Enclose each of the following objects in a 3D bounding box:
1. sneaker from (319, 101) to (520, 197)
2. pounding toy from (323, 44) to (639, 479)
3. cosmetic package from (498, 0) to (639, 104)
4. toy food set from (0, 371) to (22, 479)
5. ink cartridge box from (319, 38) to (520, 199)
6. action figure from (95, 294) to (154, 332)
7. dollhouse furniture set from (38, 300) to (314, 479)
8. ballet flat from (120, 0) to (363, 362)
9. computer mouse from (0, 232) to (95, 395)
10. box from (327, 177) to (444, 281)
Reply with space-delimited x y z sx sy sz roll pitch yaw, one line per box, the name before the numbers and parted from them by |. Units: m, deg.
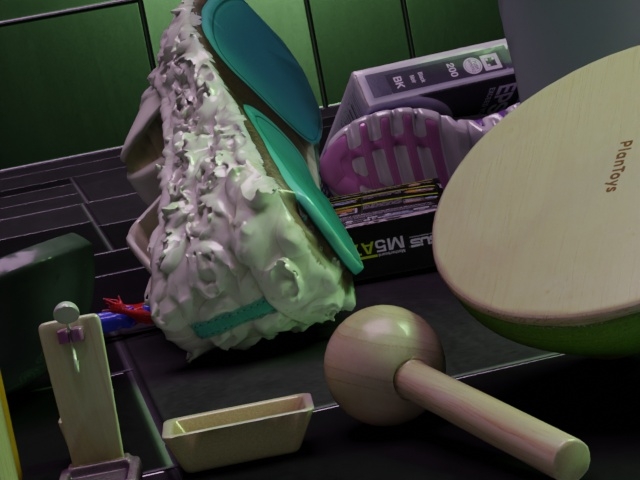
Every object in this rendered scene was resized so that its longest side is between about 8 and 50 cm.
sneaker | 0.109 -0.062 1.318 0.236 0.095 0.104 -8 0 -16
pounding toy | 0.136 0.024 0.703 0.237 0.110 0.183 -45 33 -19
cosmetic package | 0.355 -0.203 1.099 0.394 0.329 0.327 -13 9 -14
toy food set | -0.196 0.082 0.610 0.111 0.104 0.232 -3 11 42
ink cartridge box | 0.108 -0.101 1.396 0.208 0.045 0.206 -15 -21 -17
action figure | -0.129 0.049 1.044 0.115 0.030 0.038 -10 3 -11
dollhouse furniture set | -0.065 0.055 0.711 0.114 0.081 0.091 -11 8 -2
ballet flat | -0.072 -0.052 1.055 0.147 0.147 0.409 -11 25 -2
computer mouse | -0.219 0.064 0.937 0.272 0.072 0.188 -20 1 44
box | 0.000 0.000 1.162 0.191 0.045 0.184 -11 6 2
